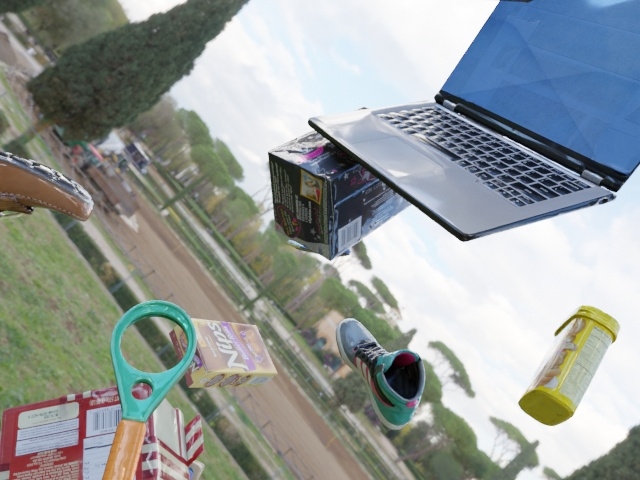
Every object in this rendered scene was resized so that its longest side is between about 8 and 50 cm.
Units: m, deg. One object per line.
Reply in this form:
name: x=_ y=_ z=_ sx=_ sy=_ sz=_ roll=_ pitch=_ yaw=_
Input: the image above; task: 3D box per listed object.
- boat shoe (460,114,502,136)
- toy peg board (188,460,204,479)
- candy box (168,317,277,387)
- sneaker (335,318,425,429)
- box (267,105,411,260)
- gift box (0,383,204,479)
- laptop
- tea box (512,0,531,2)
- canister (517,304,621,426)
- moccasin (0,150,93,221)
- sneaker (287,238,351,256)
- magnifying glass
boat shoe: x=0.303 y=-0.163 z=1.072 sx=0.088 sy=0.096 sz=0.267 roll=-84 pitch=167 yaw=-65
toy peg board: x=-0.369 y=0.557 z=1.248 sx=0.161 sy=0.160 sz=0.079 roll=31 pitch=-18 yaw=-9
candy box: x=-0.169 y=0.202 z=0.980 sx=0.187 sy=0.053 sz=0.109 roll=18 pitch=36 yaw=-54
sneaker: x=0.145 y=0.285 z=1.308 sx=0.295 sy=0.124 sz=0.178 roll=58 pitch=-34 yaw=24
box: x=0.047 y=-0.106 z=0.947 sx=0.142 sy=0.247 sz=0.163 roll=29 pitch=-44 yaw=34
gift box: x=-0.327 y=0.362 z=0.872 sx=0.258 sy=0.255 sz=0.276 roll=90 pitch=-8 yaw=-57
laptop: x=0.250 y=-0.228 z=0.767 sx=0.382 sy=0.408 sz=0.236 roll=46 pitch=-38 yaw=47
tea box: x=0.184 y=-0.427 z=0.505 sx=0.323 sy=0.220 sz=0.329 roll=-128 pitch=-143 yaw=-78
canister: x=0.391 y=0.200 z=0.872 sx=0.073 sy=0.170 sz=0.126 roll=33 pitch=-25 yaw=17
moccasin: x=-0.582 y=-0.087 z=0.921 sx=0.380 sy=0.147 sz=0.139 roll=14 pitch=-1 yaw=-18
sneaker: x=0.000 y=0.000 z=1.209 sx=0.144 sy=0.059 sz=0.053 roll=14 pitch=-12 yaw=9
magnifying glass: x=-0.189 y=0.166 z=0.574 sx=0.092 sy=0.231 sz=0.026 roll=13 pitch=-37 yaw=-11
